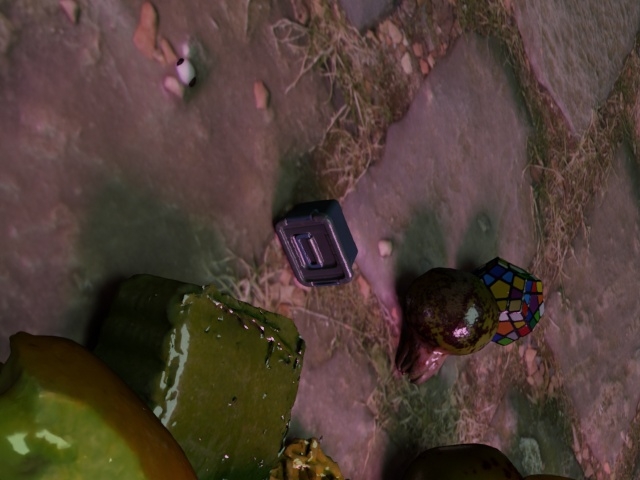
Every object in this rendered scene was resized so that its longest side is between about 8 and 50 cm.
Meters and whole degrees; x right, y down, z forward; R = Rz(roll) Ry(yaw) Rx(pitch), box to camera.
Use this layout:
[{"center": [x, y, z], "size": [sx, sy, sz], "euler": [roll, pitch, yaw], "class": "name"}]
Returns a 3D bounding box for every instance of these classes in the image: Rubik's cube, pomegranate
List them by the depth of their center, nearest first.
[{"center": [0.183, 0.355, 1.191], "size": [0.246, 0.198, 0.198], "euler": [53, 51, -57], "class": "pomegranate"}, {"center": [0.159, 0.109, 1.236], "size": [0.125, 0.163, 0.138], "euler": [61, 14, 23], "class": "pomegranate"}, {"center": [0.267, 0.091, 1.352], "size": [0.112, 0.133, 0.133], "euler": [53, 49, -6], "class": "Rubik's cube"}]

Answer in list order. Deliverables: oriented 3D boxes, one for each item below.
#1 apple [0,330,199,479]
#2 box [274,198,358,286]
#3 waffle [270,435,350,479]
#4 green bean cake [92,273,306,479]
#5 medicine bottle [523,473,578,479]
[{"center": [-0.236, 0.212, 0.549], "size": [0.374, 0.374, 0.384], "euler": [-45, 131, -40], "class": "apple"}, {"center": [0.000, 0.000, 1.056], "size": [0.099, 0.074, 0.054], "euler": [68, 31, -27], "class": "box"}, {"center": [-0.016, 0.351, 0.997], "size": [0.245, 0.052, 0.254], "euler": [56, 36, -2], "class": "waffle"}, {"center": [-0.119, 0.148, 0.875], "size": [0.214, 0.113, 0.200], "euler": [26, 74, -51], "class": "green bean cake"}, {"center": [0.348, 0.575, 1.390], "size": [0.224, 0.224, 0.384], "euler": [52, 54, -38], "class": "medicine bottle"}]
